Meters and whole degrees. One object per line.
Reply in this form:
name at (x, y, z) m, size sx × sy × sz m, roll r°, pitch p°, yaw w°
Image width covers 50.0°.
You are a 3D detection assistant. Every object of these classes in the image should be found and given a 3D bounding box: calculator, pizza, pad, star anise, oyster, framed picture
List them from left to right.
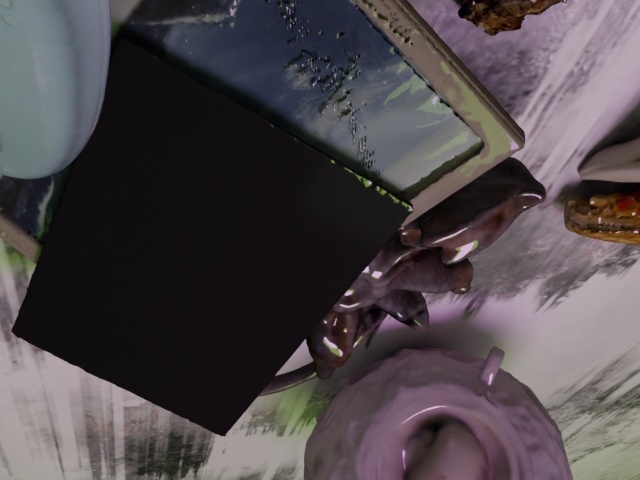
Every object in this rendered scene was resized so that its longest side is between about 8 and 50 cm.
calculator at (-0.185, -0.118, 0.316) m, size 0.184 × 0.042 × 0.295 m, roll 30°, pitch 151°, yaw -6°
pad at (-0.098, 0.027, 0.491) m, size 0.202 × 0.005 × 0.300 m, roll 29°, pitch 128°, yaw -9°
framed picture at (-0.081, -0.053, 0.444) m, size 0.247 × 0.022 × 0.335 m, roll 42°, pitch 124°, yaw -19°
star anise at (0.000, 0.000, 0.569) m, size 0.359 × 0.139 × 0.316 m, roll -16°, pitch 126°, yaw 12°
oyster at (0.153, -0.177, 0.444) m, size 0.132 × 0.029 × 0.086 m, roll -32°, pitch 142°, yaw 28°
pizza at (0.353, -0.029, 0.654) m, size 0.188 × 0.062 × 0.198 m, roll 4°, pitch 176°, yaw -36°

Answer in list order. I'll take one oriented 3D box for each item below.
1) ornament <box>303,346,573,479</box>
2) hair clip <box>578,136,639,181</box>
ornament at (0.146, 0.306, 0.870) m, size 0.336 × 0.337 × 0.337 m, roll -9°, pitch 146°, yaw -6°
hair clip at (0.363, -0.106, 0.544) m, size 0.172 × 0.113 × 0.282 m, roll -2°, pitch 145°, yaw -16°
